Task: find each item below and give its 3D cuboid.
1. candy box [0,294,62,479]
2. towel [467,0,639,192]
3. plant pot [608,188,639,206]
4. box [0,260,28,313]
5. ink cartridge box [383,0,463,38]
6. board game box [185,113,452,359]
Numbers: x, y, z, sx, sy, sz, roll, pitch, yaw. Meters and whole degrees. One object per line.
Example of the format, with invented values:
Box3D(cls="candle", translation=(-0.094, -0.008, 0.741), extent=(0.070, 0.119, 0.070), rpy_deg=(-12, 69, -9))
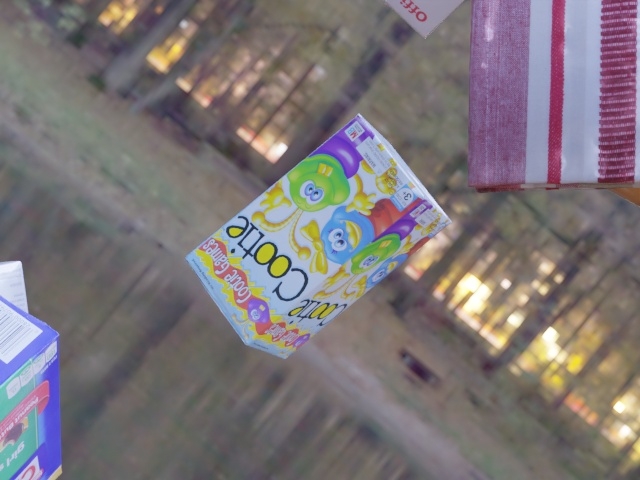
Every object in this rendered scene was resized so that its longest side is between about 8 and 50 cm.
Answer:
Box3D(cls="candy box", translation=(-0.435, 0.252, 1.767), extent=(0.122, 0.268, 0.317), rpy_deg=(34, -36, 16))
Box3D(cls="towel", translation=(0.303, -0.163, 1.428), extent=(0.329, 0.237, 0.037), rpy_deg=(0, -13, 16))
Box3D(cls="plant pot", translation=(0.461, -0.135, 2.125), extent=(0.188, 0.205, 0.205), rpy_deg=(39, 1, 1))
Box3D(cls="box", translation=(-0.509, 0.101, 2.009), extent=(0.181, 0.181, 0.119), rpy_deg=(-15, 98, -75))
Box3D(cls="ink cartridge box", translation=(0.102, -0.258, 1.249), extent=(0.109, 0.150, 0.063), rpy_deg=(42, 33, -8))
Box3D(cls="board game box", translation=(0.000, 0.000, 1.841), extent=(0.142, 0.275, 0.144), rpy_deg=(53, 8, 20))
